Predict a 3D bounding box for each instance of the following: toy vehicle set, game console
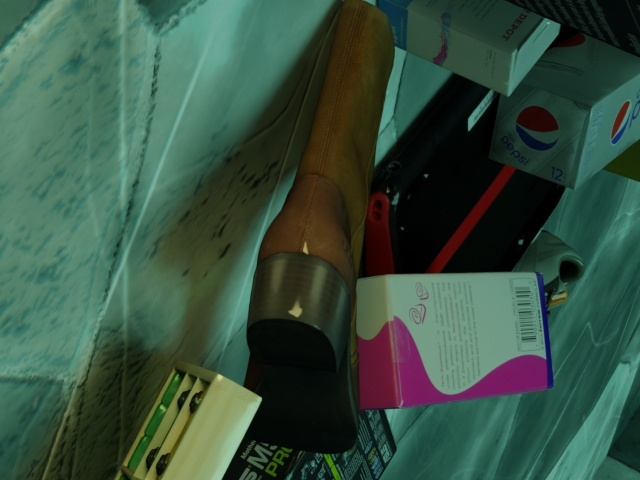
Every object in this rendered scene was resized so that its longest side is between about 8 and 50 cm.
[{"bbox_3d":[-0.133,0.211,0.978,0.267,0.035,0.166,-63,-168,-9],"label":"toy vehicle set"},{"bbox_3d":[0.159,-0.060,1.463,0.386,0.060,0.342,-51,150,-30],"label":"game console"}]

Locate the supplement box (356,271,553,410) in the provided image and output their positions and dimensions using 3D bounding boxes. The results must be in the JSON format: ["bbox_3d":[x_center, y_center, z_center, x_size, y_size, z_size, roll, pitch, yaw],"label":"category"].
[{"bbox_3d":[0.095,0.088,1.257,0.220,0.114,0.111,1,82,-48],"label":"supplement box"}]

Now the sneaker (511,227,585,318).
[{"bbox_3d":[0.223,0.064,1.672,0.271,0.108,0.100,-41,151,-43],"label":"sneaker"}]

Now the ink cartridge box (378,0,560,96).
[{"bbox_3d":[0.119,-0.177,1.117,0.088,0.122,0.052,-50,155,-30],"label":"ink cartridge box"}]

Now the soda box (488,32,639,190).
[{"bbox_3d":[0.280,-0.149,1.441,0.286,0.098,0.091,-32,138,-49],"label":"soda box"}]

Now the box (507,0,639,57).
[{"bbox_3d":[0.255,-0.277,0.937,0.293,0.395,0.212,-63,160,2],"label":"box"}]

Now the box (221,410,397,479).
[{"bbox_3d":[-0.017,0.233,1.373,0.216,0.060,0.270,-56,158,-18],"label":"box"}]

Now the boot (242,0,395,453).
[{"bbox_3d":[0.000,0.000,1.083,0.264,0.096,0.280,78,20,-55],"label":"boot"}]

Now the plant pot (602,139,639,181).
[{"bbox_3d":[0.408,-0.199,1.681,0.212,0.212,0.187,-59,146,-12],"label":"plant pot"}]
